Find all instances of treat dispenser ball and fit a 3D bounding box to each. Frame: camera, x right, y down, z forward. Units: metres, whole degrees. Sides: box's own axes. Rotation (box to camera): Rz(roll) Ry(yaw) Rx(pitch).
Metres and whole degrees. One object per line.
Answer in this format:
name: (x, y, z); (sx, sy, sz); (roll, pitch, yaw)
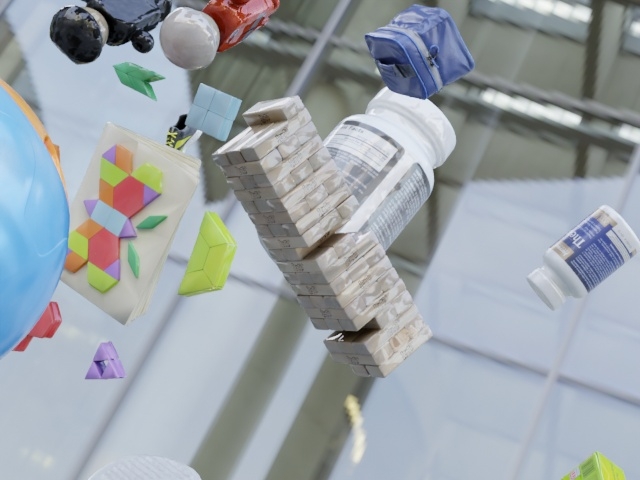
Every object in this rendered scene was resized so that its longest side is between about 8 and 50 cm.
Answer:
treat dispenser ball: (-0.344, -0.018, 1.301); (0.288, 0.288, 0.288); (19, -34, 13)

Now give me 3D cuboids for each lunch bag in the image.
lunch bag: (0.085, -0.163, 1.442); (0.067, 0.065, 0.098); (60, -13, -19)

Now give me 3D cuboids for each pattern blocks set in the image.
pattern blocks set: (-0.204, -0.019, 1.653); (0.285, 0.324, 0.026); (14, -1, 33)

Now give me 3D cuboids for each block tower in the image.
block tower: (0.000, 0.000, 1.894); (0.091, 0.097, 0.335); (-2, -58, 55)

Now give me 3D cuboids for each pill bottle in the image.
pill bottle: (0.054, -0.070, 2.215); (0.162, 0.278, 0.162); (33, -23, 16)
pill bottle: (0.288, 0.021, 1.800); (0.067, 0.120, 0.067); (51, -2, 3)

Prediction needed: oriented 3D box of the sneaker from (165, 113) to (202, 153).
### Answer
sneaker: (-0.175, -0.117, 1.939); (0.031, 0.083, 0.035); (17, -26, 36)

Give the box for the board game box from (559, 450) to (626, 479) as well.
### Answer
board game box: (0.266, 0.301, 1.604); (0.043, 0.181, 0.092); (37, -65, -21)

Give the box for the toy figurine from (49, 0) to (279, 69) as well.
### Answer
toy figurine: (-0.162, -0.270, 1.548); (0.213, 0.148, 0.209); (10, -61, 32)

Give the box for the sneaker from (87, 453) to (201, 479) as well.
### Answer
sneaker: (-0.215, 0.336, 1.691); (0.126, 0.321, 0.127); (18, -69, 8)
